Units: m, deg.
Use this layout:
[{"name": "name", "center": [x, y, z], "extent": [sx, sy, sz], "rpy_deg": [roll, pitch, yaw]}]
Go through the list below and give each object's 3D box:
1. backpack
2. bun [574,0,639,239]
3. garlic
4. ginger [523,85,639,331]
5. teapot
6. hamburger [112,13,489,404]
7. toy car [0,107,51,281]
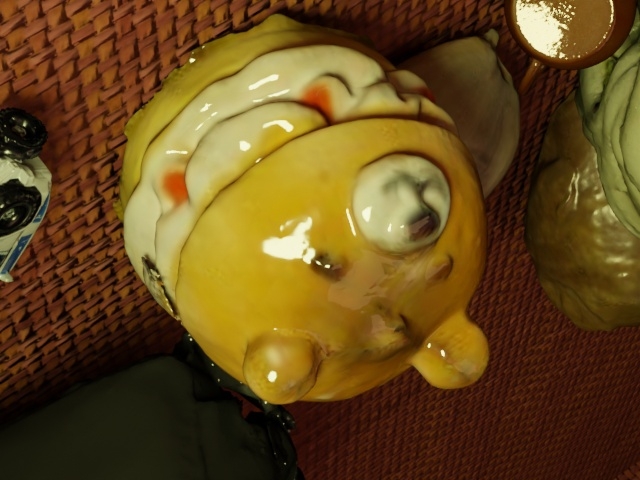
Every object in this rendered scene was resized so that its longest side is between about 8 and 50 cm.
[{"name": "backpack", "center": [-0.169, 0.244, 1.474], "extent": [0.363, 0.255, 0.446], "rpy_deg": [-24, 158, 6]}, {"name": "bun", "center": [0.341, -0.153, 1.525], "extent": [0.211, 0.360, 0.360], "rpy_deg": [12, 141, -5]}, {"name": "garlic", "center": [0.087, -0.071, 1.505], "extent": [0.217, 0.110, 0.228], "rpy_deg": [-1, 136, -51]}, {"name": "ginger", "center": [0.319, -0.027, 1.799], "extent": [0.200, 0.223, 0.269], "rpy_deg": [-26, 155, -23]}, {"name": "teapot", "center": [0.210, -0.197, 1.472], "extent": [0.116, 0.116, 0.173], "rpy_deg": [-6, 129, -53]}, {"name": "hamburger", "center": [0.000, 0.000, 1.272], "extent": [0.276, 0.237, 0.276], "rpy_deg": [-17, 137, -17]}, {"name": "toy car", "center": [-0.232, -0.014, 1.153], "extent": [0.070, 0.080, 0.171], "rpy_deg": [-9, 141, -53]}]
